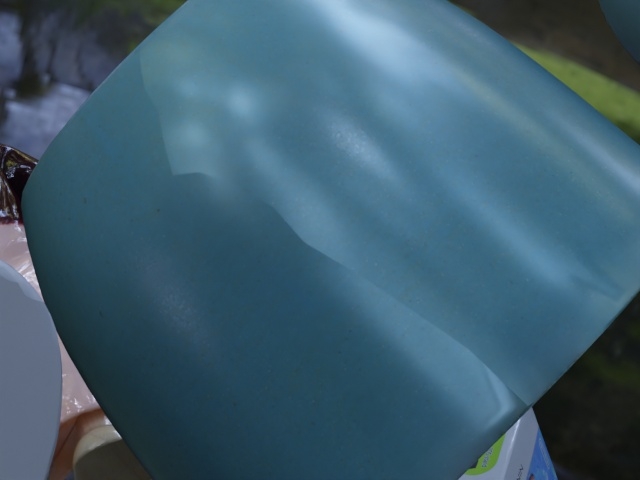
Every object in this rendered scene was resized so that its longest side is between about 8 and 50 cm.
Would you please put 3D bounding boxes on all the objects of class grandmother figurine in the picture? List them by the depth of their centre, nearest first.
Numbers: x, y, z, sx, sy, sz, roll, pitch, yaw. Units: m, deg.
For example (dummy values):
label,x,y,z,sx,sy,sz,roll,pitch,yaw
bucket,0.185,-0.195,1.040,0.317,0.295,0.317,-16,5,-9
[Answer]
label,x,y,z,sx,sy,sz,roll,pitch,yaw
grandmother figurine,-0.225,0.012,1.219,0.207,0.104,0.342,-8,56,-26

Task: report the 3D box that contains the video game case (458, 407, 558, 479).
label,x,y,z,sx,sy,sz,roll,pitch,yaw
video game case,0.165,0.314,1.673,0.061,0.269,0.244,-5,37,26

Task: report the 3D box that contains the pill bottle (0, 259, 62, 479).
label,x,y,z,sx,sy,sz,roll,pitch,yaw
pill bottle,-0.225,0.019,0.566,0.283,0.160,0.160,22,34,28

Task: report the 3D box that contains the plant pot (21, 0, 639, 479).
label,x,y,z,sx,sy,sz,roll,pitch,yaw
plant pot,0.000,0.000,0.938,0.235,0.293,0.293,46,41,3

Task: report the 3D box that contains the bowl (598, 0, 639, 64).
label,x,y,z,sx,sy,sz,roll,pitch,yaw
bowl,0.380,-0.218,1.540,0.311,0.312,0.163,15,26,-8
